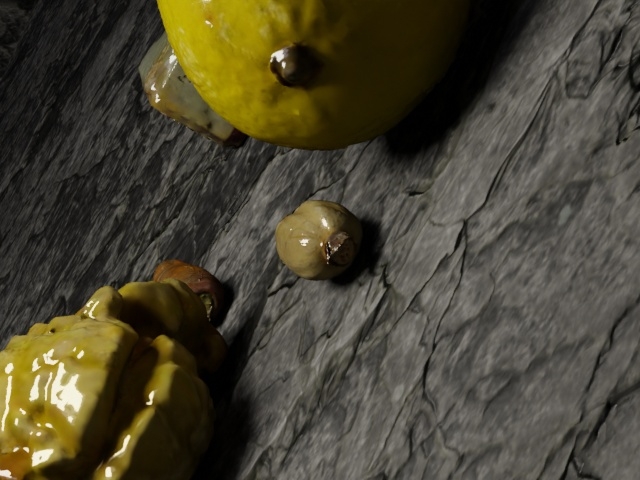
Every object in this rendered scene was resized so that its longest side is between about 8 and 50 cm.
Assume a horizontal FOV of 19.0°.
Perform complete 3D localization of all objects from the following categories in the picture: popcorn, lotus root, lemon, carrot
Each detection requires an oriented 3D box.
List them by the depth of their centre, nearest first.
[{"bbox_3d":[0.000,0.000,1.665,0.073,0.062,0.150,-39,18,-9],"label":"lotus root"},{"bbox_3d":[-0.004,-0.223,1.676,0.297,0.297,0.297,-51,20,27],"label":"lemon"},{"bbox_3d":[-0.206,0.163,1.729,0.332,0.225,0.265,-46,7,-29],"label":"popcorn"},{"bbox_3d":[-0.142,0.050,1.973,0.060,0.060,0.186,-61,18,-2],"label":"carrot"}]

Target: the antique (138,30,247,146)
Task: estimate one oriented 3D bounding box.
[{"bbox_3d":[-0.085,-0.261,2.183,0.284,0.125,0.150,-58,18,8],"label":"antique"}]
